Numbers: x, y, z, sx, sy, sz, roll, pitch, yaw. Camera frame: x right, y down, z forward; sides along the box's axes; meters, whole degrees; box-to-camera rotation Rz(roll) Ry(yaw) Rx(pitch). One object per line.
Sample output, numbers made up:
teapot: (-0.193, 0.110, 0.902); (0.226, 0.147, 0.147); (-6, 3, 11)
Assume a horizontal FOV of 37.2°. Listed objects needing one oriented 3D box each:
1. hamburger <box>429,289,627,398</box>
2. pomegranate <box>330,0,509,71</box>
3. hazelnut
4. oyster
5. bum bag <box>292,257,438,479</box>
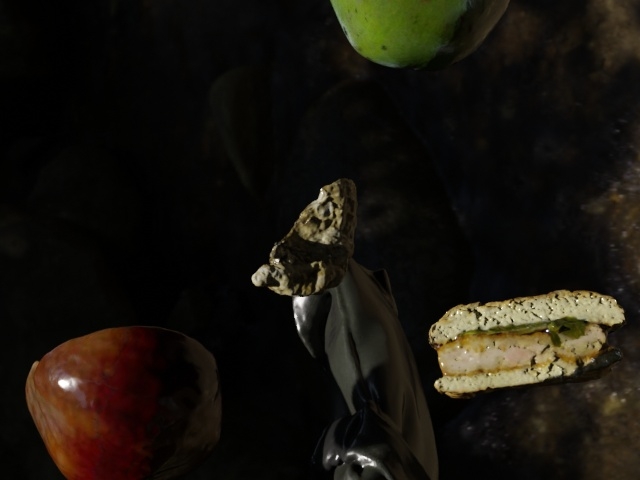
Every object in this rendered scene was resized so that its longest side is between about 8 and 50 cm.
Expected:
hamburger: (0.281, 0.142, 1.296); (0.262, 0.131, 0.124); (-8, 73, 6)
pomegranate: (0.087, -0.251, 0.958); (0.225, 0.187, 0.186); (157, 106, -72)
hazelnut: (-0.169, 0.145, 0.867); (0.160, 0.170, 0.201); (50, 141, 32)
oyster: (0.000, 0.000, 0.605); (0.038, 0.081, 0.083); (29, 99, 32)
bum bag: (0.033, 0.111, 0.668); (0.080, 0.142, 0.326); (-28, 32, 11)
